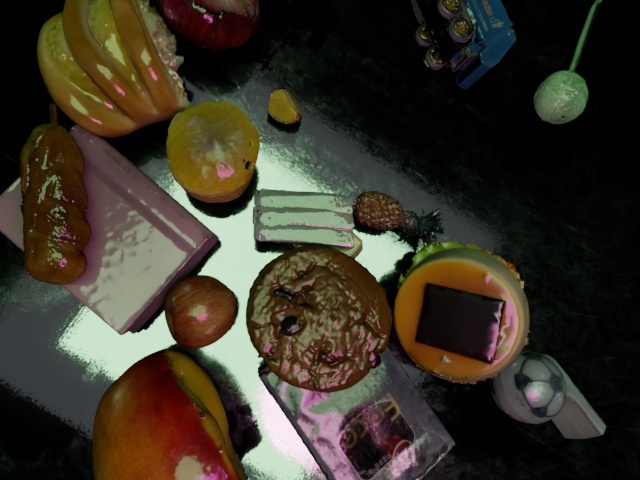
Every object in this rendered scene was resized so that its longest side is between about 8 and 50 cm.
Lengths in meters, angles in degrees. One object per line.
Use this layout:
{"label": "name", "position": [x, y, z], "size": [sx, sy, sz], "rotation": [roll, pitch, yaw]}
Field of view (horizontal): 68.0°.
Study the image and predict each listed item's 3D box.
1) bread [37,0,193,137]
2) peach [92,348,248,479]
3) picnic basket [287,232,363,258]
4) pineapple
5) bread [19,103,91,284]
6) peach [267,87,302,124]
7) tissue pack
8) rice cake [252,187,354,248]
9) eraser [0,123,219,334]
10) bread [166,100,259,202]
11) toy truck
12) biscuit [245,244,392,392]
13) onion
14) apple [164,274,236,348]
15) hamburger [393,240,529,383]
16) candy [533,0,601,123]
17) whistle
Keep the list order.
{"label": "bread", "position": [-0.422, -0.378, 0.965], "size": [0.270, 0.211, 0.316], "rotation": [-16, 72, -10]}
{"label": "peach", "position": [-0.278, 0.374, 0.845], "size": [0.242, 0.380, 0.306], "rotation": [-30, 113, -11]}
{"label": "picnic basket", "position": [0.000, 0.000, 1.043], "size": [0.164, 0.079, 0.115], "rotation": [44, 81, 1]}
{"label": "pineapple", "position": [0.169, -0.055, 1.061], "size": [0.221, 0.103, 0.083], "rotation": [18, 67, -4]}
{"label": "bread", "position": [-0.494, -0.089, 0.872], "size": [0.124, 0.084, 0.344], "rotation": [-5, 83, -7]}
{"label": "peach", "position": [-0.077, -0.307, 1.091], "size": [0.083, 0.050, 0.077], "rotation": [18, 103, 5]}
{"label": "tissue pack", "position": [0.071, 0.346, 0.984], "size": [0.259, 0.122, 0.361], "rotation": [-33, 85, -14]}
{"label": "rice cake", "position": [-0.035, -0.045, 0.985], "size": [0.211, 0.038, 0.124], "rotation": [0, 83, -6]}
{"label": "eraser", "position": [-0.436, -0.023, 0.973], "size": [0.359, 0.122, 0.272], "rotation": [39, 81, 1]}
{"label": "bread", "position": [-0.221, -0.177, 0.994], "size": [0.197, 0.170, 0.197], "rotation": [1, 80, -7]}
{"label": "toy truck", "position": [0.313, -0.555, 1.133], "size": [0.175, 0.146, 0.367], "rotation": [-22, 88, -17]}
{"label": "biscuit", "position": [-0.002, 0.145, 0.917], "size": [0.296, 0.075, 0.296], "rotation": [2, 74, -6]}
{"label": "onion", "position": [-0.249, -0.521, 1.037], "size": [0.161, 0.248, 0.248], "rotation": [-30, 86, 28]}
{"label": "apple", "position": [-0.242, 0.142, 0.961], "size": [0.131, 0.146, 0.146], "rotation": [-15, 84, -29]}
{"label": "hamburger", "position": [0.290, 0.151, 0.988], "size": [0.276, 0.179, 0.294], "rotation": [9, 90, 24]}
{"label": "candy", "position": [0.651, -0.473, 1.198], "size": [0.119, 0.119, 0.440], "rotation": [29, 71, -2]}
{"label": "whistle", "position": [0.467, 0.340, 1.018], "size": [0.163, 0.163, 0.290], "rotation": [-38, 87, -11]}
